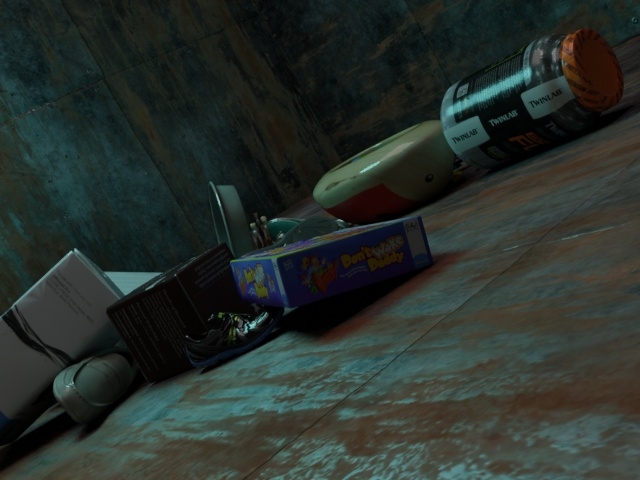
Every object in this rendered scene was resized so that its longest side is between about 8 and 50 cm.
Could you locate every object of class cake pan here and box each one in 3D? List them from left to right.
[{"bbox_3d":[-0.200,0.000,1.943,0.054,0.293,0.293,-14,3,-11],"label":"cake pan"}]

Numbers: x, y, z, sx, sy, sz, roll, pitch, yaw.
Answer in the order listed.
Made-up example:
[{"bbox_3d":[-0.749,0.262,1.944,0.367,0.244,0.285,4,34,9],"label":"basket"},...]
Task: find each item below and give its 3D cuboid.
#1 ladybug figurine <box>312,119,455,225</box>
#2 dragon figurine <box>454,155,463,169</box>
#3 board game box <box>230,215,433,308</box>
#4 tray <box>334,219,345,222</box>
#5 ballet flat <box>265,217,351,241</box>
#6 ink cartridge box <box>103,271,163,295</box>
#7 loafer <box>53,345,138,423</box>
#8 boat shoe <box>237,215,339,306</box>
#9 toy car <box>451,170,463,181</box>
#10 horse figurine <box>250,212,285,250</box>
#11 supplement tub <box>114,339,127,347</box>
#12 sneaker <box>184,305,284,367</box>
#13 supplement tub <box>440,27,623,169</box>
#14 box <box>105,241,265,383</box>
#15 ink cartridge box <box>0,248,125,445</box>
[{"bbox_3d":[0.158,-0.148,2.008,0.305,0.162,0.449,-34,8,-31],"label":"ladybug figurine"},{"bbox_3d":[0.404,-0.246,2.037,0.144,0.085,0.289,-33,6,-26],"label":"dragon figurine"},{"bbox_3d":[0.003,0.037,1.370,0.233,0.078,0.347,-16,2,-17],"label":"board game box"},{"bbox_3d":[0.000,0.000,2.150,0.145,0.030,0.270,-28,6,17],"label":"tray"},{"bbox_3d":[-0.024,-0.018,1.982,0.213,0.072,0.068,5,15,21],"label":"ballet flat"},{"bbox_3d":[-0.459,0.163,2.119,0.308,0.091,0.385,2,12,-14],"label":"ink cartridge box"},{"bbox_3d":[-0.417,0.259,1.581,0.111,0.112,0.319,-38,6,1],"label":"loafer"},{"bbox_3d":[-0.081,0.065,1.732,0.118,0.103,0.320,27,49,33],"label":"boat shoe"},{"bbox_3d":[0.338,-0.177,1.945,0.122,0.060,0.040,-25,-28,-24],"label":"toy car"},{"bbox_3d":[-0.120,0.026,1.908,0.066,0.174,0.263,-23,12,-12],"label":"horse figurine"},{"bbox_3d":[-0.564,0.274,1.970,0.144,0.144,0.199,-22,10,48],"label":"supplement tub"},{"bbox_3d":[-0.146,0.149,1.393,0.188,0.078,0.067,-25,6,13],"label":"sneaker"},{"bbox_3d":[0.431,-0.290,1.720,0.207,0.207,0.338,-35,8,-40],"label":"supplement tub"},{"bbox_3d":[-0.248,0.135,1.553,0.203,0.167,0.168,-25,7,33],"label":"box"},{"bbox_3d":[-0.568,0.225,1.695,0.395,0.166,0.285,-45,-3,-10],"label":"ink cartridge box"}]
